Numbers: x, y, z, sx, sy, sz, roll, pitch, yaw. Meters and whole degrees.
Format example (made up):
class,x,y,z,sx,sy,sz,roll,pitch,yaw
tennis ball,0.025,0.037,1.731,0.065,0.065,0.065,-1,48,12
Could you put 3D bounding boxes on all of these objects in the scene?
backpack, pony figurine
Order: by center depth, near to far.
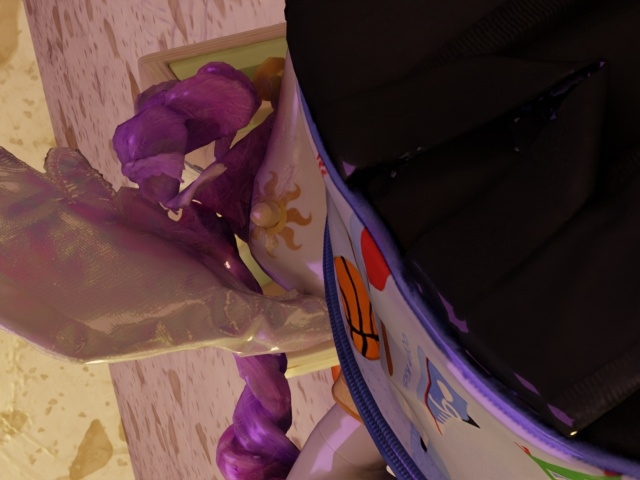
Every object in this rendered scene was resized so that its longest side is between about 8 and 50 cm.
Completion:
class,x,y,z,sx,sy,sz,roll,pitch,yaw
backpack,0.128,-0.015,0.483,0.213,0.263,0.276,90,158,-45
pony figurine,0.000,0.000,0.873,0.351,0.303,0.363,45,116,28

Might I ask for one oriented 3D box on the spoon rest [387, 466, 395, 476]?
class,x,y,z,sx,sy,sz,roll,pitch,yaw
spoon rest,0.066,0.204,1.315,0.137,0.084,0.276,-129,36,-84

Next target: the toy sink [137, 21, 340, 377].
class,x,y,z,sx,sy,sz,roll,pitch,yaw
toy sink,-0.009,-0.041,1.180,0.234,0.153,0.131,-125,24,-53

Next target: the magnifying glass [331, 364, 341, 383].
class,x,y,z,sx,sy,sz,roll,pitch,yaw
magnifying glass,0.029,0.142,1.481,0.092,0.026,0.231,-146,41,-68
